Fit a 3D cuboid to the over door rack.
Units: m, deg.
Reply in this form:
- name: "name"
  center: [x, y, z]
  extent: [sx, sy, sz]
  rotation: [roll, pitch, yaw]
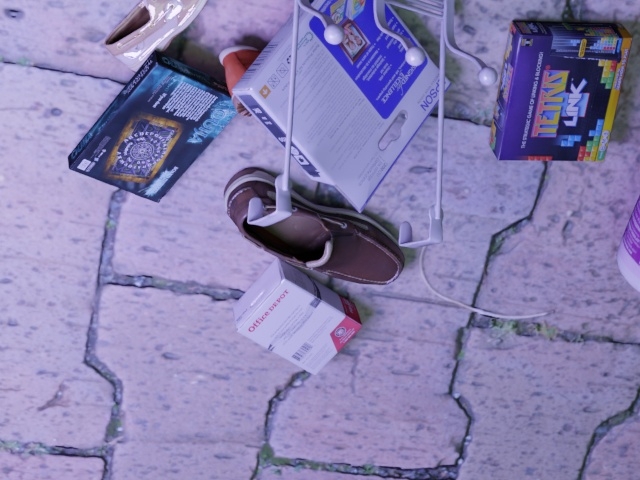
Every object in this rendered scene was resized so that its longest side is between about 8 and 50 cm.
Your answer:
- name: "over door rack"
  center: [0.069, -0.157, 1.605]
  extent: [0.239, 0.108, 0.324]
  rotation: [10, 90, -36]

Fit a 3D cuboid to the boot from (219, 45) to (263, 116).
- name: "boot"
  center: [-0.048, -0.186, 1.700]
  extent: [0.158, 0.085, 0.059]
  rotation: [4, 139, -46]

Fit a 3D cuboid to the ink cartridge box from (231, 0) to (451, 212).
- name: "ink cartridge box"
  center: [0.029, -0.174, 1.667]
  extent: [0.208, 0.045, 0.206]
  rotation: [47, 68, -29]

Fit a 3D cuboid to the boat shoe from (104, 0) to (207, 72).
- name: "boat shoe"
  center: [-0.176, -0.259, 1.624]
  extent: [0.059, 0.063, 0.170]
  rotation: [29, 114, -32]

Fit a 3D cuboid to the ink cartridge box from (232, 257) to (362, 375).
- name: "ink cartridge box"
  center: [-0.031, 0.098, 1.888]
  extent: [0.135, 0.056, 0.099]
  rotation: [33, 111, -28]

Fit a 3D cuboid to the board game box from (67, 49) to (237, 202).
- name: "board game box"
  center: [-0.190, -0.127, 1.698]
  extent: [0.126, 0.026, 0.186]
  rotation: [22, 127, -34]

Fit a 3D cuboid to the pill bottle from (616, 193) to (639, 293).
- name: "pill bottle"
  center: [0.492, -0.070, 1.816]
  extent: [0.169, 0.169, 0.302]
  rotation: [8, 121, -16]

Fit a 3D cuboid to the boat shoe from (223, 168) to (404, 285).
- name: "boat shoe"
  center: [-0.004, 0.006, 1.810]
  extent: [0.257, 0.095, 0.095]
  rotation: [22, 116, -23]

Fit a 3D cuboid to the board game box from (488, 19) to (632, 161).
- name: "board game box"
  center: [0.288, -0.179, 1.777]
  extent: [0.141, 0.048, 0.170]
  rotation: [-1, 123, -12]
